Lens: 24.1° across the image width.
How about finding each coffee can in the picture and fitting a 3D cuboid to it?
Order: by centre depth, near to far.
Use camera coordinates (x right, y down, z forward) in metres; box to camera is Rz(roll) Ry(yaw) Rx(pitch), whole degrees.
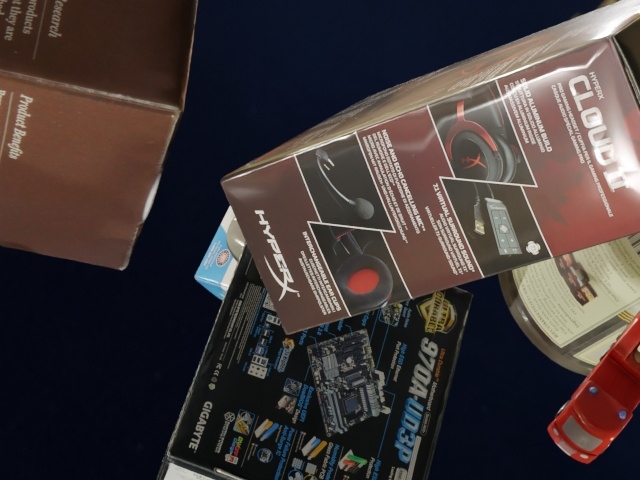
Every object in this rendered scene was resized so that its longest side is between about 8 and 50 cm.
[{"bbox_3d":[0.317,-0.012,1.365,0.201,0.275,0.201,11,-117,-22],"label":"coffee can"}]

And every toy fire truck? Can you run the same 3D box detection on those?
[{"bbox_3d":[0.255,0.076,1.137,0.047,0.135,0.192,39,-113,9],"label":"toy fire truck"}]

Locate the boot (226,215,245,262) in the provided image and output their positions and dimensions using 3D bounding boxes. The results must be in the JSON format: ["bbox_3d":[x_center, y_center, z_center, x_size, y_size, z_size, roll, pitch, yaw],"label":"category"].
[{"bbox_3d":[0.000,0.000,1.349,0.246,0.161,0.083,26,-106,29],"label":"boot"}]

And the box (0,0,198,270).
[{"bbox_3d":[-0.284,-0.117,0.967,0.381,0.191,0.143,14,-126,-11],"label":"box"}]

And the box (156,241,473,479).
[{"bbox_3d":[0.001,0.102,1.064,0.175,0.051,0.220,20,-127,-3],"label":"box"}]

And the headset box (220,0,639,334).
[{"bbox_3d":[0.123,-0.060,0.908,0.218,0.293,0.110,-35,-76,-57],"label":"headset box"}]

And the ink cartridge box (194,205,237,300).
[{"bbox_3d":[-0.031,0.021,1.756,0.140,0.190,0.082,-64,-35,-14],"label":"ink cartridge box"}]
